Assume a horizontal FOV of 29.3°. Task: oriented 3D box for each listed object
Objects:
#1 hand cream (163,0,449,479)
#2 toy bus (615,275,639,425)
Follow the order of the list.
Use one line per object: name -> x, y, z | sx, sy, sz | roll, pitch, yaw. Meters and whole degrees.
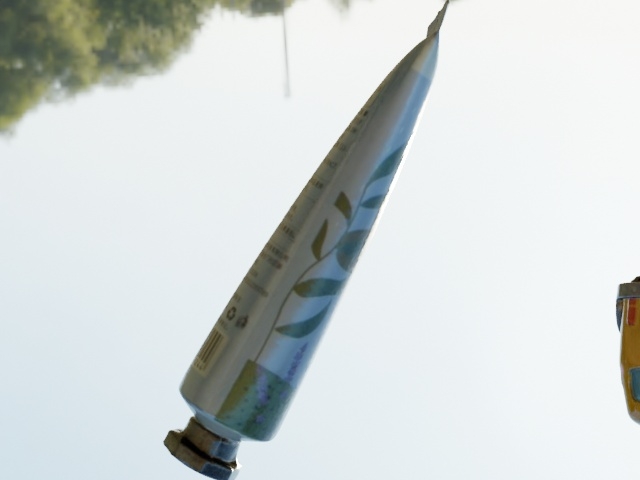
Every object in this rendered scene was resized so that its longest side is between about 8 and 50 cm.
hand cream -> 0.000, 0.000, 0.645 | 0.058, 0.271, 0.091 | 29, -179, 1
toy bus -> 0.327, 0.107, 1.014 | 0.126, 0.136, 0.209 | 0, 168, 34
